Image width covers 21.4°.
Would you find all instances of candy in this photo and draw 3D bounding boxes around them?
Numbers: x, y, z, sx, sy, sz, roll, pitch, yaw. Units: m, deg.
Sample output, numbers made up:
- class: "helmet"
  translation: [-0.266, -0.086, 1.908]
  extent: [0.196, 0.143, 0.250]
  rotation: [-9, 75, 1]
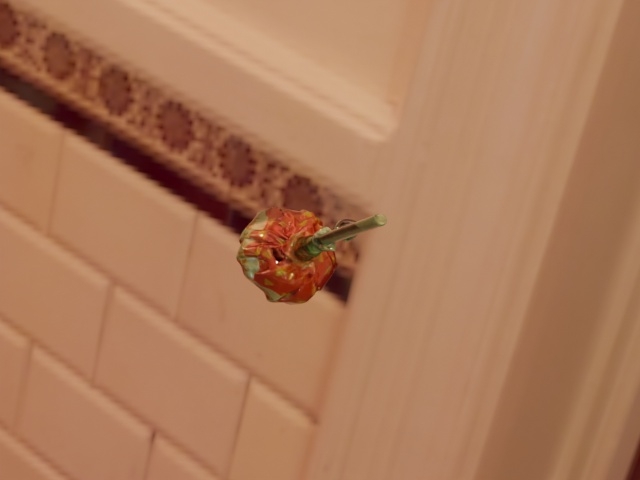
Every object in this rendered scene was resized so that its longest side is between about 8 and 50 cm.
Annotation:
- class: "candy"
  translation: [0.000, -0.002, 1.368]
  extent: [0.084, 0.288, 0.078]
  rotation: [43, 73, -7]
